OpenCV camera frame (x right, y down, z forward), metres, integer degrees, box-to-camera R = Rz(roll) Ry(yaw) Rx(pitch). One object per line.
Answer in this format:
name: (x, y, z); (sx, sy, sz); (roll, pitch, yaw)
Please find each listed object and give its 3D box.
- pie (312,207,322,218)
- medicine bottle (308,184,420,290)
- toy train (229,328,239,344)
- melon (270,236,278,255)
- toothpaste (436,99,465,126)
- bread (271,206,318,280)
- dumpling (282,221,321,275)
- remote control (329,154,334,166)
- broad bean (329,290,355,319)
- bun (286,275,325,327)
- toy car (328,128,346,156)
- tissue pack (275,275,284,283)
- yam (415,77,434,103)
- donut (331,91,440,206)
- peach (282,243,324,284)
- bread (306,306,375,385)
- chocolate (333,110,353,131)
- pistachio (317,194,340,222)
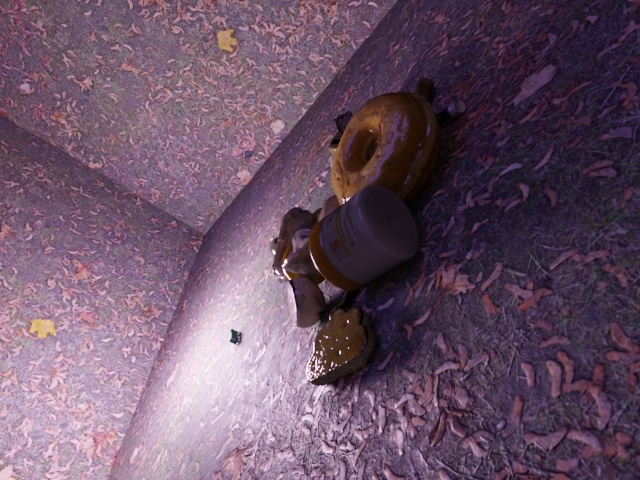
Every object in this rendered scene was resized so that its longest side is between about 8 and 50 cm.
pie: (-0.048, -0.003, 2.008); (0.306, 0.071, 0.306); (-46, 25, 28)
medicine bottle: (0.124, -0.006, 1.383); (0.232, 0.238, 0.237); (-38, 28, 40)
toy train: (-0.390, 0.433, 2.172); (0.029, 0.045, 0.092); (-49, 24, 15)
melon: (-0.185, 0.032, 2.222); (0.098, 0.098, 0.130); (-55, 24, 6)
toothpaste: (0.407, -0.407, 1.622); (0.071, 0.045, 0.193); (-64, 16, -20)
bread: (-0.086, -0.006, 1.880); (0.183, 0.102, 0.337); (-32, 37, 38)
dumpling: (-0.005, -0.002, 1.581); (0.226, 0.175, 0.243); (96, -166, -56)
remote control: (0.152, -0.446, 2.224); (0.277, 0.056, 0.103); (-46, 24, 21)
broad bean: (0.092, 0.144, 1.506); (0.053, 0.052, 0.256); (12, 62, 28)
bun: (-0.043, 0.204, 1.614); (0.173, 0.120, 0.172); (175, 90, -77)
toy car: (0.153, -0.375, 1.943); (0.257, 0.101, 0.124); (18, 66, 48)
tissue pack: (-0.158, 0.137, 2.086); (0.062, 0.042, 0.083); (-42, 25, 38)
yam: (0.353, -0.470, 1.777); (0.081, 0.081, 0.356); (-28, 35, 52)
donut: (0.200, -0.276, 1.572); (0.449, 0.198, 0.448); (-29, 51, 44)
peach: (-0.049, 0.088, 1.727); (0.179, 0.179, 0.103); (-64, 13, -19)
bread: (0.060, 0.286, 1.358); (0.286, 0.056, 0.207); (-36, 32, 43)
chocolate: (0.143, -0.451, 2.124); (0.102, 0.065, 0.329); (-33, 49, 18)
pistachio: (0.057, -0.078, 1.787); (0.144, 0.144, 0.215); (-36, 27, 44)
